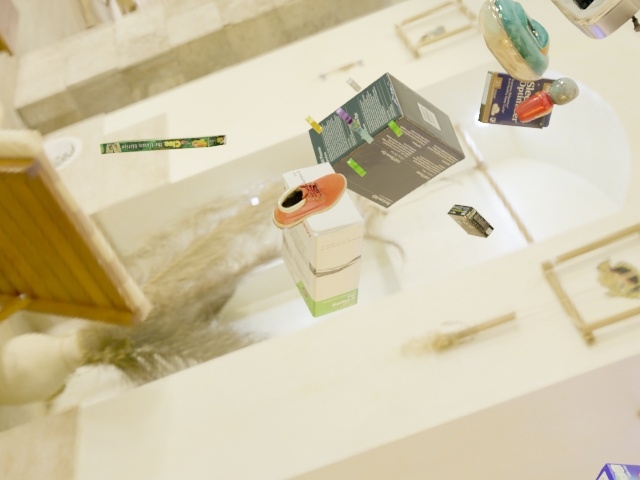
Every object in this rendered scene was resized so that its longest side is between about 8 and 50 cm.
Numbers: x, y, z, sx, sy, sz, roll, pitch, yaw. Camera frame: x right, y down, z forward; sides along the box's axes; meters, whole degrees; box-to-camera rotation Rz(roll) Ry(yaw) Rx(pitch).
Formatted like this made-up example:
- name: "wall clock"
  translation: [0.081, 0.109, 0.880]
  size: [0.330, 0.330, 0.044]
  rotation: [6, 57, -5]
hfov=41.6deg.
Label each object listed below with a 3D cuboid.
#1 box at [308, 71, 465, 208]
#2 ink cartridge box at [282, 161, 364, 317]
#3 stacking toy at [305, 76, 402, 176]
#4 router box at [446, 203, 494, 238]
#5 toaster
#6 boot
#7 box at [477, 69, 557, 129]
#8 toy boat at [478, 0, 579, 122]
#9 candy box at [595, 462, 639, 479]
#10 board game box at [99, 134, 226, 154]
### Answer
- name: "box"
  translation: [0.198, -0.289, 2.527]
  size: [0.343, 0.312, 0.179]
  rotation: [24, 41, -47]
- name: "ink cartridge box"
  translation: [0.000, 0.000, 1.825]
  size: [0.273, 0.115, 0.198]
  rotation: [93, -25, -48]
- name: "stacking toy"
  translation: [0.092, -0.306, 2.264]
  size: [0.221, 0.167, 0.052]
  rotation: [43, 7, -16]
- name: "router box"
  translation: [0.410, -0.054, 2.306]
  size: [0.092, 0.038, 0.122]
  rotation: [42, -6, -15]
- name: "toaster"
  translation: [0.445, -0.432, 1.410]
  size: [0.227, 0.129, 0.146]
  rotation: [56, 26, 13]
- name: "boot"
  translation: [-0.015, -0.082, 1.526]
  size: [0.059, 0.158, 0.084]
  rotation: [51, -17, 16]
- name: "box"
  translation: [0.533, -0.369, 2.232]
  size: [0.036, 0.225, 0.136]
  rotation: [-135, -129, -61]
- name: "toy boat"
  translation: [0.506, -0.435, 2.019]
  size: [0.267, 0.148, 0.318]
  rotation: [25, 46, -51]
- name: "candy box"
  translation: [0.741, 0.598, 1.702]
  size: [0.268, 0.317, 0.122]
  rotation: [-102, -154, -51]
- name: "board game box"
  translation: [-0.360, -0.223, 1.948]
  size: [0.136, 0.260, 0.030]
  rotation: [-45, 131, -73]
